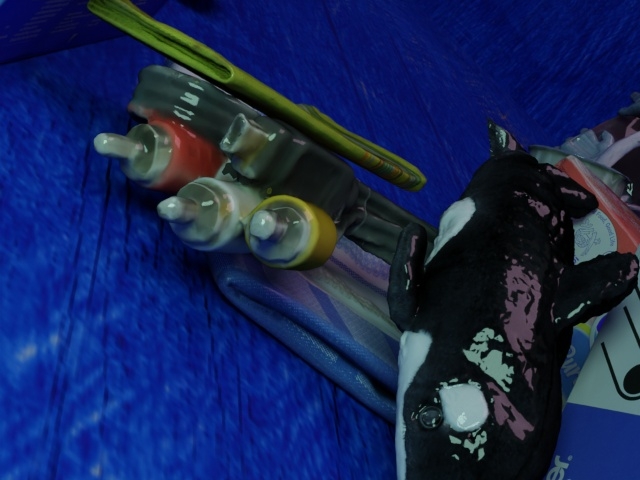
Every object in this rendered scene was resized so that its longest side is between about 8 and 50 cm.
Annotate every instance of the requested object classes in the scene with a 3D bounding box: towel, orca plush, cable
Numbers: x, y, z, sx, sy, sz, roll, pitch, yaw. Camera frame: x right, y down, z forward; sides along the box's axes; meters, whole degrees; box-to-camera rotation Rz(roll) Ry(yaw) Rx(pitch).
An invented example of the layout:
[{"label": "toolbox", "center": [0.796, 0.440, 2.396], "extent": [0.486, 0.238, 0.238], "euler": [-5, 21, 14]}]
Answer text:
[{"label": "towel", "center": [0.000, 0.000, 0.811], "extent": [0.209, 0.034, 0.285], "euler": [38, 16, -28]}, {"label": "orca plush", "center": [0.119, 0.033, 0.701], "extent": [0.287, 0.102, 0.151], "euler": [-49, 124, -58]}, {"label": "cable", "center": [-0.010, -0.011, 0.715], "extent": [0.139, 0.072, 0.287], "euler": [31, 1, 29]}, {"label": "towel", "center": [-0.024, -0.078, 0.758], "extent": [0.102, 0.021, 0.237], "euler": [29, 3, 28]}]

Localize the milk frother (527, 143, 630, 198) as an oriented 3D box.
[{"label": "milk frother", "center": [0.147, -0.010, 1.054], "extent": [0.129, 0.135, 0.143], "euler": [18, -3, 28]}]

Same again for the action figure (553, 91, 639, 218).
[{"label": "action figure", "center": [0.397, 0.022, 1.394], "extent": [0.370, 0.248, 0.276], "euler": [63, -1, -8]}]

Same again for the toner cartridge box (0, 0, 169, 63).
[{"label": "toner cartridge box", "center": [-0.109, -0.183, 0.729], "extent": [0.075, 0.165, 0.348], "euler": [44, 13, -3]}]

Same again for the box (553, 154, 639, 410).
[{"label": "box", "center": [0.185, 0.104, 0.813], "extent": [0.142, 0.154, 0.300], "euler": [37, 15, -32]}]

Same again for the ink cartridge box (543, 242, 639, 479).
[{"label": "ink cartridge box", "center": [0.170, 0.085, 0.671], "extent": [0.046, 0.207, 0.097], "euler": [38, -18, -30]}]
